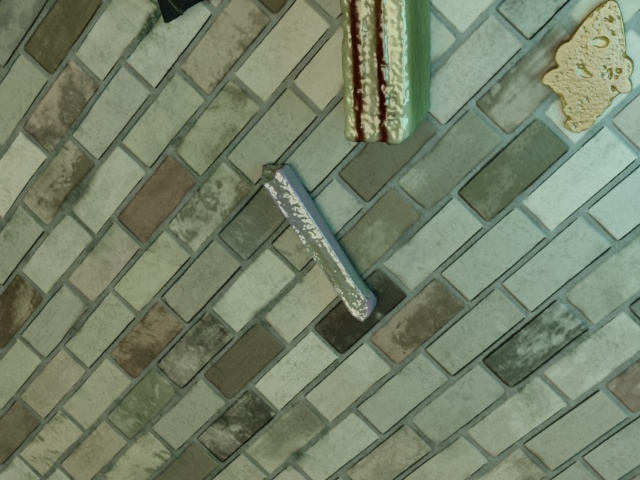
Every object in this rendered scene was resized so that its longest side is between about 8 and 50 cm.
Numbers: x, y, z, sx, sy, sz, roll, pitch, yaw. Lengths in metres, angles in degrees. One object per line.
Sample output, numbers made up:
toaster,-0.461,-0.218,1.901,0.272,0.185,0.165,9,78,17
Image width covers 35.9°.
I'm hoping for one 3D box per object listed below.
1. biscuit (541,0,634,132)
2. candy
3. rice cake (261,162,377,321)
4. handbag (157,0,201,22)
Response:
biscuit,0.498,-0.319,1.809,0.162,0.035,0.250,16,116,7
candy,0.126,-0.355,1.847,0.135,0.179,0.320,7,112,19
rice cake,0.001,0.000,2.097,0.064,0.070,0.399,-30,99,23
handbag,-0.275,-0.583,1.950,0.211,0.088,0.254,-22,102,20
